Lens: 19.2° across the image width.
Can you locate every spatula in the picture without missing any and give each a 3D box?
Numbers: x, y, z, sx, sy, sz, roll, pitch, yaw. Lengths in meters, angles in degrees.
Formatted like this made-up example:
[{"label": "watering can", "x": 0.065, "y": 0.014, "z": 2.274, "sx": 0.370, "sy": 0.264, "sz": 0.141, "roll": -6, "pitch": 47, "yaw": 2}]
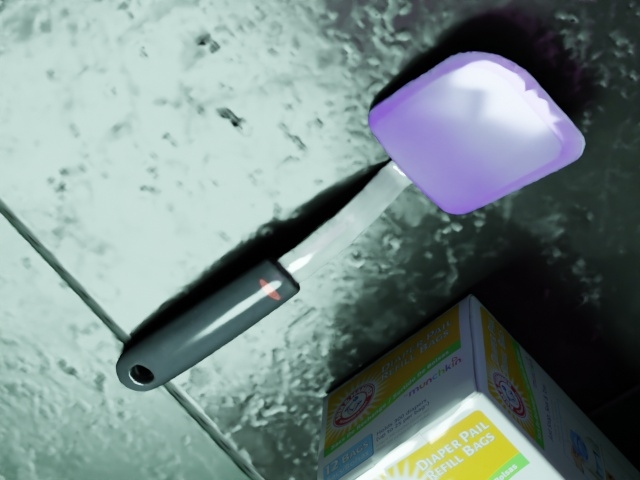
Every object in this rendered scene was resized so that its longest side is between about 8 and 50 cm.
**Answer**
[{"label": "spatula", "x": 0.000, "y": 0.000, "z": 1.005, "sx": 0.296, "sy": 0.030, "sz": 0.084, "roll": -36, "pitch": 111, "yaw": 20}]

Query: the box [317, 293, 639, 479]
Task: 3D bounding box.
[{"label": "box", "x": 0.103, "y": 0.148, "z": 1.040, "sx": 0.114, "sy": 0.103, "sz": 0.203, "roll": -36, "pitch": 112, "yaw": 19}]
